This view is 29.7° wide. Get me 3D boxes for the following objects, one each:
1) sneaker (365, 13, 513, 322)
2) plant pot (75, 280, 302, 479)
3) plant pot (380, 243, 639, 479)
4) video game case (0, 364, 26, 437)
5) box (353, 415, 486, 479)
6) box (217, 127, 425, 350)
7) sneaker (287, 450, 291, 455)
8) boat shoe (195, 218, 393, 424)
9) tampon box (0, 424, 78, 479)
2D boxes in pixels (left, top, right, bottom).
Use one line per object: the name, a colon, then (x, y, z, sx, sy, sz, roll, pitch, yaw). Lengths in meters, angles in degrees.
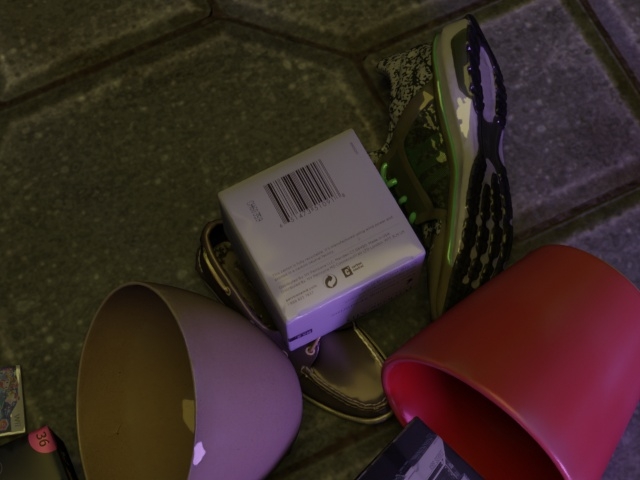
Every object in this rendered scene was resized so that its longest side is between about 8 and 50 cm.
sneaker: (0.140, -0.080, 1.557, 0.182, 0.158, 0.410, -8, 69, 30)
plant pot: (-0.134, 0.192, 1.385, 0.191, 0.284, 0.284, 4, 66, -36)
plant pot: (0.249, 0.154, 1.396, 0.275, 0.275, 0.243, 40, 64, 13)
video game case: (-0.427, 0.205, 1.489, 0.122, 0.011, 0.087, -9, 70, -4)
box: (0.137, 0.384, 1.329, 0.307, 0.076, 0.242, 43, 54, 9)
box: (0.000, 0.000, 1.403, 0.181, 0.119, 0.182, -27, 72, -9)
sneaker: (-0.059, 0.224, 1.471, 0.031, 0.035, 0.083, -22, 72, -7)
boat shoe: (-0.029, 0.097, 1.485, 0.116, 0.097, 0.324, -42, 76, -14)
tampon box: (-0.362, 0.309, 1.403, 0.161, 0.101, 0.120, -24, 73, -9)
